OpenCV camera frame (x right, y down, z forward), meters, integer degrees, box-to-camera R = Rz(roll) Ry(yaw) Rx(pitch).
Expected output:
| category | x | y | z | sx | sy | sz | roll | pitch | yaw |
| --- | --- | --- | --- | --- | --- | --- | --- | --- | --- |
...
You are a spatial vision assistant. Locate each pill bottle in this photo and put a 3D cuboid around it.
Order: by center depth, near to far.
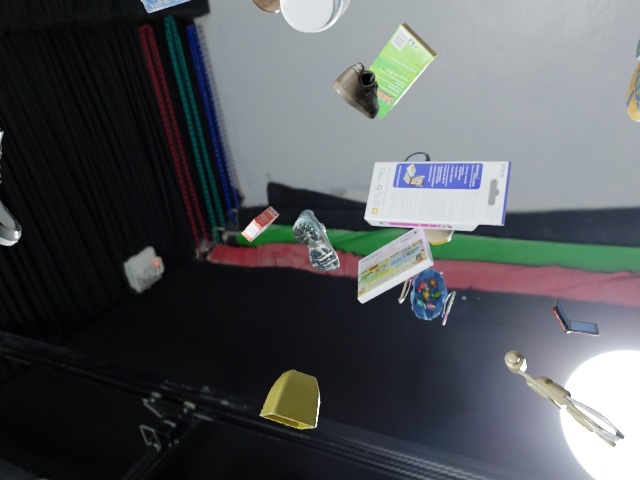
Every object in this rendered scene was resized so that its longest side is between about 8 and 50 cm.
| category | x | y | z | sx | sy | sz | roll | pitch | yaw |
| --- | --- | --- | --- | --- | --- | --- | --- | --- | --- |
| pill bottle | -0.011 | -0.654 | 1.325 | 0.161 | 0.161 | 0.283 | -3 | -150 | 12 |

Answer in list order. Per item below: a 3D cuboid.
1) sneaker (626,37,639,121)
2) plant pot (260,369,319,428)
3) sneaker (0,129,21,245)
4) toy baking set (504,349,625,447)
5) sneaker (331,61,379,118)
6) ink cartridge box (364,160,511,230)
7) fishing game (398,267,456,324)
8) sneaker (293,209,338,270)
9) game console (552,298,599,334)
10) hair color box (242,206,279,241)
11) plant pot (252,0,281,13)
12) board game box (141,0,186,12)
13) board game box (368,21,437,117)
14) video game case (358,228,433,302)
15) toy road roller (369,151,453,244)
| category | x | y | z | sx | sy | sz | roll | pitch | yaw |
| --- | --- | --- | --- | --- | --- | --- | --- | --- | --- |
| sneaker | 0.709 | -0.352 | 0.990 | 0.130 | 0.112 | 0.297 | 20 | -114 | 17 |
| plant pot | -0.047 | 0.273 | 0.860 | 0.081 | 0.081 | 0.083 | 23 | -117 | -12 |
| sneaker | -0.513 | -0.101 | 0.759 | 0.118 | 0.222 | 0.083 | -35 | -147 | -11 |
| toy baking set | 0.374 | 0.240 | 0.771 | 0.196 | 0.256 | 0.030 | 38 | -92 | 35 |
| sneaker | 0.091 | -0.293 | 0.974 | 0.071 | 0.066 | 0.188 | -45 | 166 | 20 |
| ink cartridge box | 0.308 | -0.122 | 1.318 | 0.370 | 0.176 | 0.069 | 4 | 163 | 30 |
| fishing game | 0.397 | 0.192 | 1.773 | 0.041 | 0.264 | 0.189 | 2 | -116 | 55 |
| sneaker | 0.000 | 0.000 | 1.884 | 0.110 | 0.283 | 0.122 | -12 | -140 | 22 |
| game console | 0.794 | 0.237 | 1.543 | 0.085 | 0.124 | 0.144 | -29 | 171 | 25 |
| hair color box | -0.242 | -0.068 | 2.009 | 0.093 | 0.053 | 0.167 | -45 | -176 | 29 |
| plant pot | -0.120 | -0.815 | 1.534 | 0.167 | 0.167 | 0.165 | -27 | -158 | -35 |
| board game box | -0.125 | -0.346 | 0.572 | 0.194 | 0.060 | 0.194 | 14 | -116 | 18 |
| board game box | 0.204 | -0.472 | 1.402 | 0.039 | 0.124 | 0.259 | -45 | 180 | -41 |
| video game case | 0.205 | 0.063 | 1.397 | 0.227 | 0.026 | 0.206 | -31 | -159 | 19 |
| toy road roller | 0.315 | -0.131 | 1.753 | 0.240 | 0.202 | 0.330 | -20 | -137 | 13 |
